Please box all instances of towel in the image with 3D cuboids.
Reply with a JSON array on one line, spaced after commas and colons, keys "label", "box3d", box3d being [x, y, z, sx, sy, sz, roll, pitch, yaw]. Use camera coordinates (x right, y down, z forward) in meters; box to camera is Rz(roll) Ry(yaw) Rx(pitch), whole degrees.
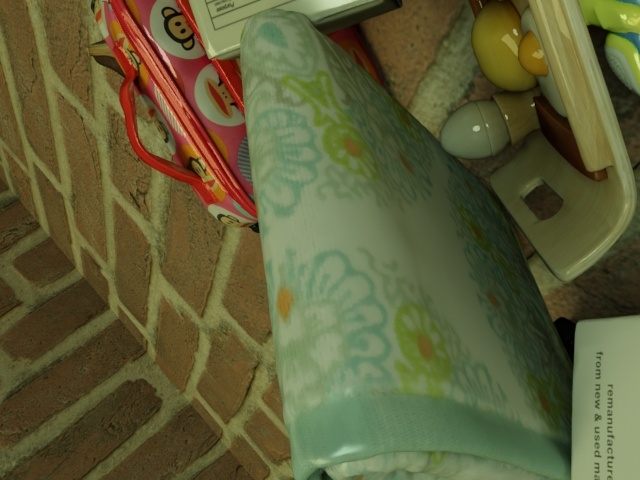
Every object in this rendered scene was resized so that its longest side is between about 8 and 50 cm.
[{"label": "towel", "box3d": [0.086, 0.039, 0.502, 0.374, 0.090, 0.321, 31, -145, -45]}]

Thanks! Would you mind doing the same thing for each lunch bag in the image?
[{"label": "lunch bag", "box3d": [-0.085, -0.166, 0.667, 0.293, 0.258, 0.120, 58, 154, -13]}]

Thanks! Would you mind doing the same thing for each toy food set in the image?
[{"label": "toy food set", "box3d": [0.104, -0.147, 0.463, 0.306, 0.092, 0.220, 62, -168, -19]}]

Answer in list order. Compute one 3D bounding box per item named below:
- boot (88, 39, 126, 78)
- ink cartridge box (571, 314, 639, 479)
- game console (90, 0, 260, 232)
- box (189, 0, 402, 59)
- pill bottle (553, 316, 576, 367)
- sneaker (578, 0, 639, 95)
[{"label": "boot", "box3d": [-0.257, -0.220, 1.028, 0.248, 0.090, 0.207, 16, 133, 42]}, {"label": "ink cartridge box", "box3d": [0.363, 0.119, 0.305, 0.279, 0.161, 0.384, 15, 163, -25]}, {"label": "game console", "box3d": [-0.139, -0.181, 0.808, 0.043, 0.213, 0.362, -16, 116, 22]}, {"label": "box", "box3d": [-0.039, -0.277, 0.516, 0.148, 0.127, 0.233, -14, 102, 16]}, {"label": "pill bottle", "box3d": [0.302, 0.170, 0.622, 0.219, 0.122, 0.123, 35, 147, 30]}, {"label": "sneaker", "box3d": [0.217, -0.173, 0.397, 0.240, 0.091, 0.126, 48, 150, 11]}]
